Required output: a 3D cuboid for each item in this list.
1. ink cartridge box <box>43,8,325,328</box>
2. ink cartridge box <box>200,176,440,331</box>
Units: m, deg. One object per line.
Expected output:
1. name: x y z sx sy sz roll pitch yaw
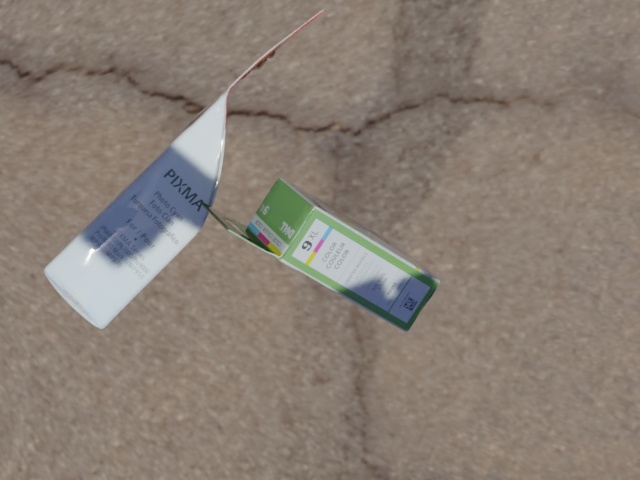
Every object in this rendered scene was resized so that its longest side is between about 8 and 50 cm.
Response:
1. ink cartridge box: -0.132 -0.081 1.322 0.385 0.308 0.091 -43 99 -4
2. ink cartridge box: 0.000 0.000 1.119 0.209 0.109 0.062 30 96 -25
